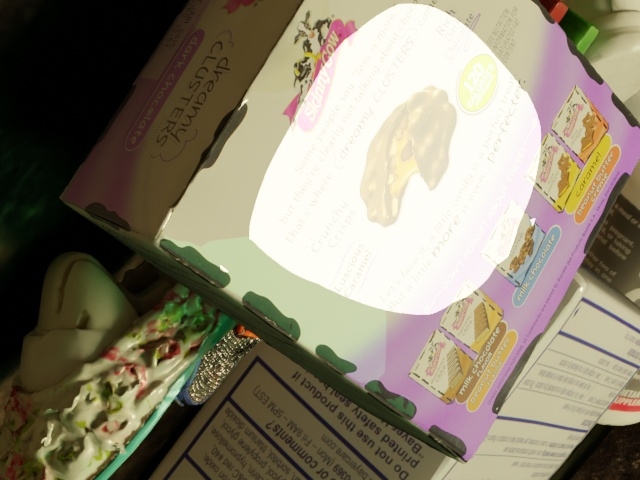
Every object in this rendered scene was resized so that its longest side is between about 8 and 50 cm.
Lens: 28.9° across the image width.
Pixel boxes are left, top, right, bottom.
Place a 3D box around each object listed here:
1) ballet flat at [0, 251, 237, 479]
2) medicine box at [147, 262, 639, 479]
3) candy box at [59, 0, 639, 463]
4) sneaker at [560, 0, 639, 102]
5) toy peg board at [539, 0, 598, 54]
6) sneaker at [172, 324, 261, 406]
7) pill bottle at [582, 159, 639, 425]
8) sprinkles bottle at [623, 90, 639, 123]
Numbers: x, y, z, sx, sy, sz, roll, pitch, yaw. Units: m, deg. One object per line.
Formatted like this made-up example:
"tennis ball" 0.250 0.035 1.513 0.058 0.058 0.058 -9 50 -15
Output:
"ballet flat" -0.069 0.015 0.536 0.241 0.077 0.091 -47 -158 -19
"medicine box" 0.066 0.115 0.834 0.289 0.149 0.263 -52 154 7
"candy box" 0.025 -0.030 0.488 0.196 0.070 0.165 39 78 -40
"sneaker" 0.141 -0.112 0.743 0.080 0.094 0.212 -7 166 -14
"toy peg board" 0.113 -0.167 0.578 0.161 0.079 0.160 -56 158 15
"sneaker" 0.000 0.000 0.621 0.221 0.087 0.083 -48 158 -6
"pill bottle" 0.291 -0.006 1.067 0.176 0.176 0.318 -25 148 -47
"sprinkles bottle" 0.237 -0.203 0.707 0.121 0.121 0.355 -41 157 -23
